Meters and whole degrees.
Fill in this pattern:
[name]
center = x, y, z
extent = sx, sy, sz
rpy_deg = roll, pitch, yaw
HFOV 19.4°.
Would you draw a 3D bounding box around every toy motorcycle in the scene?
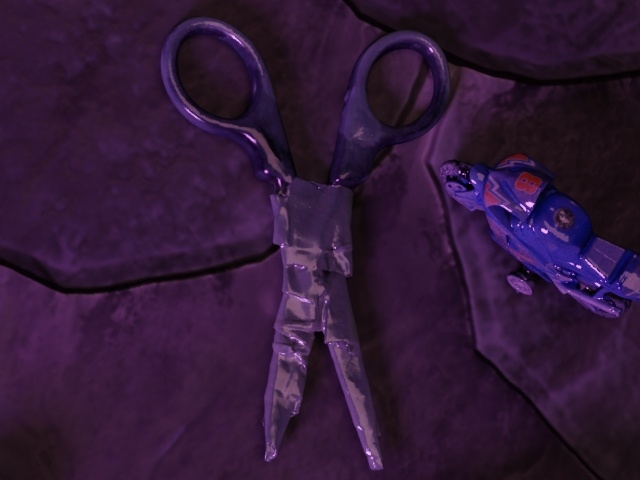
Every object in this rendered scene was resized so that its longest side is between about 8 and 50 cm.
[toy motorcycle]
center = 0.191, -0.007, 1.571
extent = 0.205, 0.114, 0.076
rpy_deg = 39, 70, -6

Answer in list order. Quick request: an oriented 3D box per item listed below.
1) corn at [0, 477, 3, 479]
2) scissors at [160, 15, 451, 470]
[corn]
center = -0.339, 0.262, 1.363
extent = 0.290, 0.098, 0.098
rpy_deg = -29, 89, -22
[scissors]
center = 0.000, 0.000, 1.553
extent = 0.256, 0.029, 0.383
rpy_deg = 0, 77, -18
